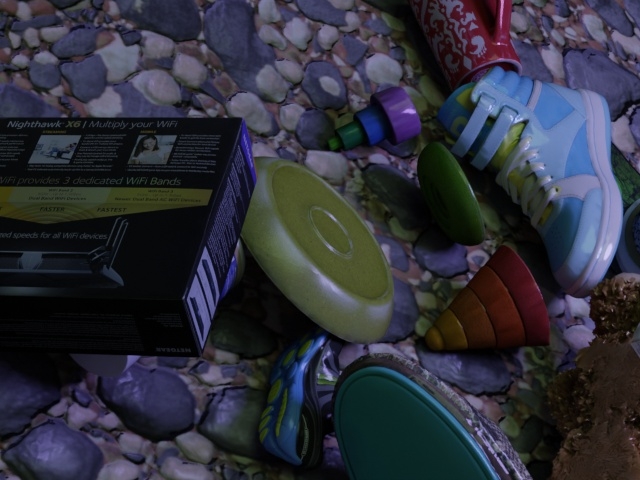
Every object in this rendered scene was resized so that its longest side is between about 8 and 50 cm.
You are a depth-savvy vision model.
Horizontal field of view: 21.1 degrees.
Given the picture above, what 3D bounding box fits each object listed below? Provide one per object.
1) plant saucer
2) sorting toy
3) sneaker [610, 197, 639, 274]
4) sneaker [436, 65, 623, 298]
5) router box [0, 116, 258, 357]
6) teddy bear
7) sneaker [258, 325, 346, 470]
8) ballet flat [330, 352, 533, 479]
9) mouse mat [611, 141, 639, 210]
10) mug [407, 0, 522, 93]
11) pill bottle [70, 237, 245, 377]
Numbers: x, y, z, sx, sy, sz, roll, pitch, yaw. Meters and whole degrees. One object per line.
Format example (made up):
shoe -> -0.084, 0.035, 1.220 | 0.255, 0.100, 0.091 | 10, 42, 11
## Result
plant saucer -> 0.000, 0.000, 1.786 | 0.241, 0.037, 0.241 | 40, 25, -24
sorting toy -> 0.114, -0.011, 1.910 | 0.126, 0.127, 0.365 | -26, 63, -10
sneaker -> 0.530, 0.045, 1.959 | 0.410, 0.182, 0.158 | 21, 74, 9
sneaker -> 0.233, -0.076, 1.997 | 0.208, 0.127, 0.319 | 18, 41, -14
router box -> -0.234, -0.009, 1.592 | 0.309, 0.081, 0.243 | 1, 45, 14
teddy bear -> 0.336, 0.161, 1.790 | 0.113, 0.245, 0.338 | 51, 33, -36
sneaker -> -0.008, 0.154, 1.714 | 0.078, 0.067, 0.188 | 43, 39, -22
ballet flat -> 0.185, 0.311, 1.643 | 0.482, 0.164, 0.182 | 55, 26, 12
mouse mat -> 0.367, -0.045, 2.127 | 0.153, 0.007, 0.189 | -26, 68, -41
mug -> 0.179, -0.273, 2.118 | 0.113, 0.150, 0.169 | -14, 64, -10
pill bottle -> -0.166, 0.048, 1.667 | 0.112, 0.112, 0.187 | 41, 45, 6
